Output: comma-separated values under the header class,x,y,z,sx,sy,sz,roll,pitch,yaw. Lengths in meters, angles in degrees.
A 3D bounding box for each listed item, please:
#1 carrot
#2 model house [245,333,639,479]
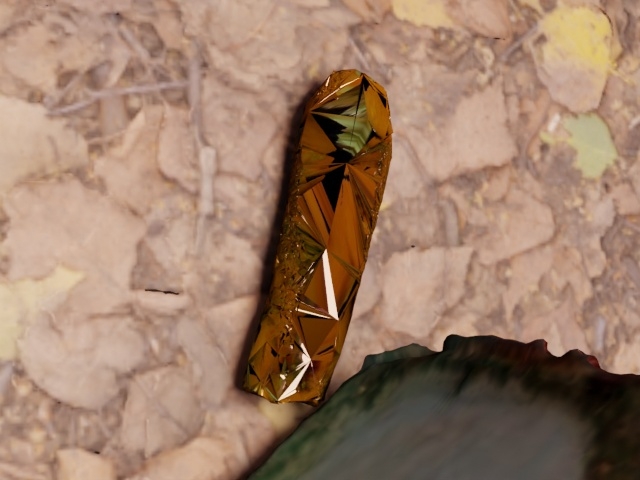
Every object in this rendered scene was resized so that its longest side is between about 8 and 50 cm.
class,x,y,z,sx,sy,sz,roll,pitch,yaw
carrot,0.000,0.000,0.928,0.069,0.069,0.228,21,72,-25
model house,0.119,0.277,0.760,0.297,0.360,0.339,-43,108,-20
